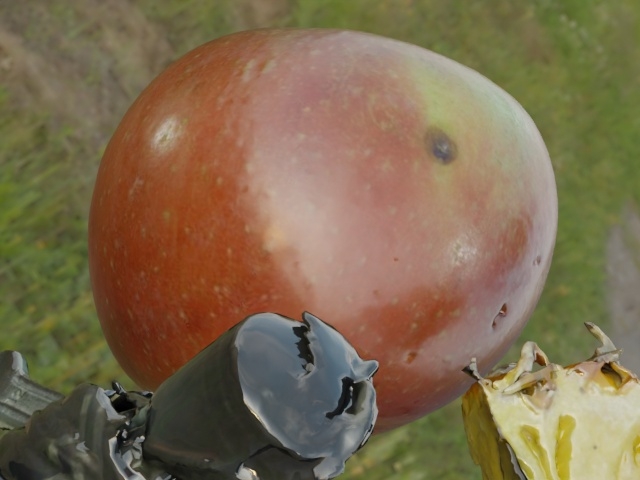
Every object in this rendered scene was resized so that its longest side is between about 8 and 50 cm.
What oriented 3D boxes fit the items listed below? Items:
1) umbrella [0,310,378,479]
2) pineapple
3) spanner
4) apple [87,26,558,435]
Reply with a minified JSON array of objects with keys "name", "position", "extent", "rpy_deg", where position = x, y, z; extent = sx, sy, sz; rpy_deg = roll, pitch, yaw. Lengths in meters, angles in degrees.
[{"name":"umbrella","position":[-0.126,0.122,0.537],"extent":[0.128,0.336,0.154],"rpy_deg":[51,44,-2]},{"name":"pineapple","position":[0.182,0.161,0.996],"extent":[0.114,0.236,0.186],"rpy_deg":[98,13,-65]},{"name":"spanner","position":[-0.128,0.112,0.926],"extent":[0.071,0.302,0.017],"rpy_deg":[-46,124,-26]},{"name":"apple","position":[0.000,0.000,1.200],"extent":[0.348,0.348,0.277],"rpy_deg":[28,68,-55]}]
